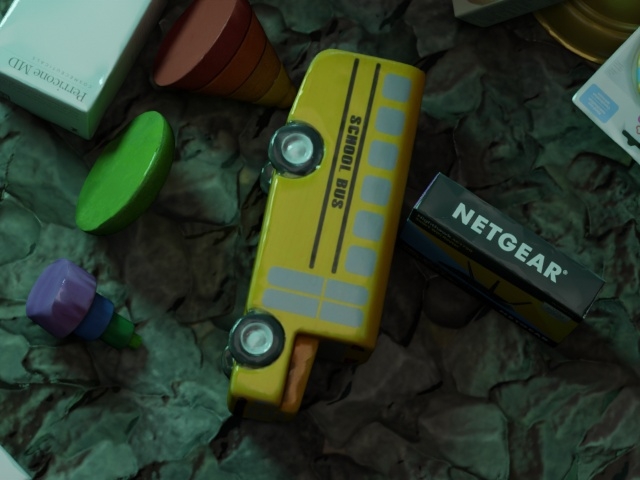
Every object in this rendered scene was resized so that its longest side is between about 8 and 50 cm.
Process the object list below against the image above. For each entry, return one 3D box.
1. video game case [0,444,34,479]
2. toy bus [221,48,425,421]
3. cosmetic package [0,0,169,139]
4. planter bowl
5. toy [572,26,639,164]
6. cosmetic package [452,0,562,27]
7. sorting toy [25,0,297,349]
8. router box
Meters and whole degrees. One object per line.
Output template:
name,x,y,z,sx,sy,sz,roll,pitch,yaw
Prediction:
video game case,-0.429,0.216,1.694,0.269,0.061,0.244,-43,82,-13
toy bus,0.000,0.000,1.762,0.130,0.108,0.332,12,75,-3
cosmetic package,-0.211,-0.224,1.813,0.117,0.085,0.231,26,74,2
planter bowl,0.303,-0.280,1.867,0.217,0.090,0.217,1,76,-5
toy,0.363,-0.171,1.795,0.137,0.056,0.237,44,78,1
cosmetic package,0.186,-0.240,1.832,0.115,0.060,0.041,-16,76,30
sorting toy,-0.128,-0.056,1.785,0.126,0.127,0.365,34,77,-27
router box,0.160,0.020,1.756,0.179,0.133,0.046,33,75,4
